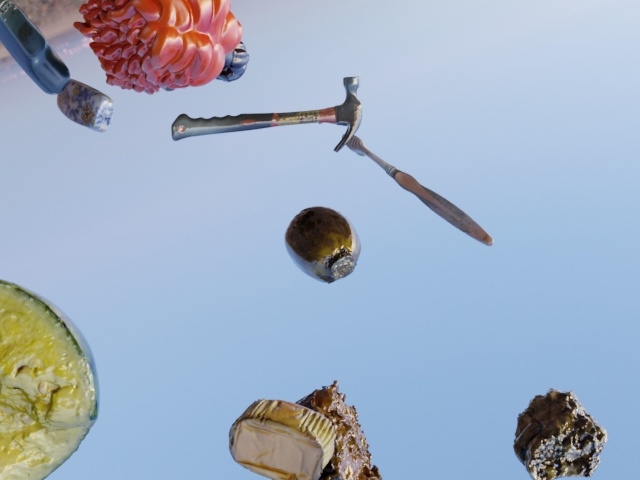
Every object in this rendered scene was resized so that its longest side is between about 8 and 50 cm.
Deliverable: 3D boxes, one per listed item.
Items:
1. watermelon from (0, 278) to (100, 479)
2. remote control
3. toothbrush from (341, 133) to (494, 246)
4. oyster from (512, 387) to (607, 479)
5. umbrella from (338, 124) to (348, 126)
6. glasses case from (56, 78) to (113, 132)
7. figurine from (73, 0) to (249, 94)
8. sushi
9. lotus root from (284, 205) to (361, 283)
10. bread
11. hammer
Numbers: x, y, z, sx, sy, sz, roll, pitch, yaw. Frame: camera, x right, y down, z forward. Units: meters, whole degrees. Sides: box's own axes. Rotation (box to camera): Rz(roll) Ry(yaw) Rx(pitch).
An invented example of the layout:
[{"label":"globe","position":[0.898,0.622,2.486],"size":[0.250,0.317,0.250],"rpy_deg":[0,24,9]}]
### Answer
[{"label":"watermelon","position":[-0.471,0.208,0.986],"size":[0.330,0.331,0.189],"rpy_deg":[-24,179,-5]},{"label":"remote control","position":[-0.541,-0.362,1.294],"size":[0.042,0.222,0.072],"rpy_deg":[14,-116,25]},{"label":"toothbrush","position":[0.149,-0.092,1.147],"size":[0.028,0.037,0.375],"rpy_deg":[-50,-132,3]},{"label":"oyster","position":[0.538,0.437,1.592],"size":[0.214,0.083,0.223],"rpy_deg":[-14,-134,-5]},{"label":"umbrella","position":[0.030,-0.345,1.980],"size":[0.044,0.044,0.269],"rpy_deg":[5,-167,-36]},{"label":"glasses case","position":[-0.521,-0.299,1.533],"size":[0.065,0.087,0.248],"rpy_deg":[6,-165,-42]},{"label":"figurine","position":[-0.286,-0.385,1.360],"size":[0.306,0.241,0.412],"rpy_deg":[16,179,7]},{"label":"sushi","position":[0.008,0.501,1.519],"size":[0.207,0.349,0.234],"rpy_deg":[-34,157,19]},{"label":"lotus root","position":[0.000,0.000,1.179],"size":[0.120,0.120,0.209],"rpy_deg":[-26,-152,-10]},{"label":"bread","position":[-0.070,0.380,1.331],"size":[0.190,0.132,0.114],"rpy_deg":[16,-165,13]},{"label":"hammer","position":[-0.076,-0.179,1.033],"size":[0.287,0.111,0.033],"rpy_deg":[-6,-168,-10]}]
